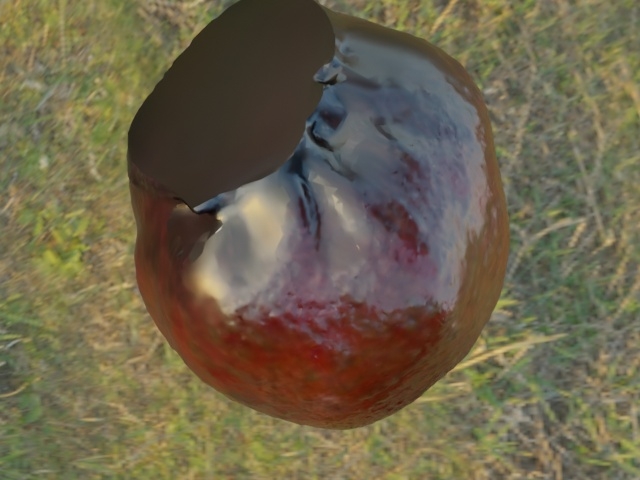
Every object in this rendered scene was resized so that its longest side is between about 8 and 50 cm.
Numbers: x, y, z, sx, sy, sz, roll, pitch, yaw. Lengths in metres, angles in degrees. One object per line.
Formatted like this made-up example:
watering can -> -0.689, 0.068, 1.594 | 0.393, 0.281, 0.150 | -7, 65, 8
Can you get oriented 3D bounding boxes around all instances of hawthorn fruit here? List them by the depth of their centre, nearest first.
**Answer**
hawthorn fruit -> 0.000, 0.000, 0.681 | 0.215, 0.250, 0.215 | -2, 65, 4
